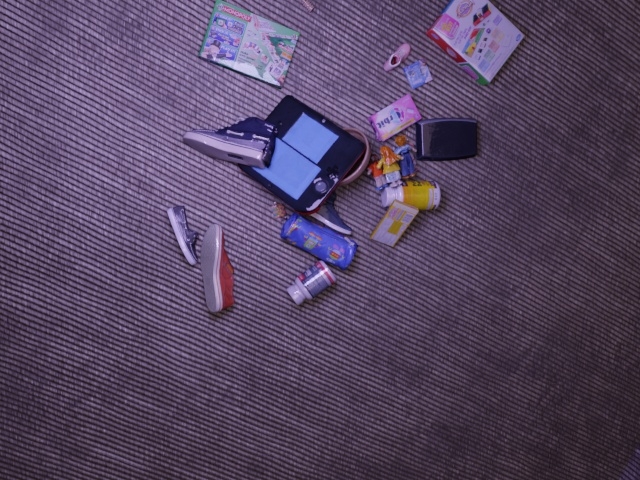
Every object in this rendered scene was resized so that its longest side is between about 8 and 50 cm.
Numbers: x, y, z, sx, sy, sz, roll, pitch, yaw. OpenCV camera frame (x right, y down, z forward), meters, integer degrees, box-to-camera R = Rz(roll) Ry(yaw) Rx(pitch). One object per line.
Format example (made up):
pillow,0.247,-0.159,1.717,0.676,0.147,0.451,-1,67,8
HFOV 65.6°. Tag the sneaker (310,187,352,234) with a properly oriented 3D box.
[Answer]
sneaker,0.056,-0.131,1.926,0.226,0.086,0.163,30,92,-12

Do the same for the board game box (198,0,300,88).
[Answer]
board game box,-0.258,-0.713,1.816,0.317,0.046,0.213,18,93,-12

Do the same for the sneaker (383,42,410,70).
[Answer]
sneaker,0.304,-0.709,1.907,0.134,0.070,0.051,-45,100,-3

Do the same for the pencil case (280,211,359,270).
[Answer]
pencil case,0.000,0.000,1.911,0.306,0.119,0.133,27,128,-12

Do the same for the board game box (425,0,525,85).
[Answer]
board game box,0.610,-0.810,1.952,0.317,0.064,0.242,38,89,-12

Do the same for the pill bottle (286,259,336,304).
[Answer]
pill bottle,-0.037,0.169,1.935,0.180,0.108,0.108,-36,102,-5

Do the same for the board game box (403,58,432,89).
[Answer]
board game box,0.383,-0.654,1.953,0.090,0.020,0.090,-29,102,-6

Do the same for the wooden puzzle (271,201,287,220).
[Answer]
wooden puzzle,-0.161,-0.113,1.929,0.049,0.006,0.083,-16,100,-8

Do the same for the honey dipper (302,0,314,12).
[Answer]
honey dipper,-0.088,-0.911,1.831,0.161,0.030,0.030,43,88,-11

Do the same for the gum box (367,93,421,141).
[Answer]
gum box,0.283,-0.475,1.936,0.188,0.062,0.107,-31,101,-5

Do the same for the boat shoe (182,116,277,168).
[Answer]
boat shoe,-0.316,-0.376,1.797,0.341,0.127,0.158,17,75,8

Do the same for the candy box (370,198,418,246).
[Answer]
candy box,0.288,-0.065,1.949,0.105,0.027,0.206,22,129,-11

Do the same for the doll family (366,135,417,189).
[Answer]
doll family,0.297,-0.309,1.894,0.263,0.118,0.163,-29,111,-28

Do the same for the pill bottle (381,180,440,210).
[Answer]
pill bottle,0.354,-0.176,1.958,0.215,0.117,0.117,-2,97,-10

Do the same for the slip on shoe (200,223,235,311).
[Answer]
slip on shoe,-0.381,0.102,1.875,0.101,0.123,0.331,-7,94,-42

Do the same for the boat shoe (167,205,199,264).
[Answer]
boat shoe,-0.493,-0.023,1.849,0.076,0.080,0.228,-21,93,-6

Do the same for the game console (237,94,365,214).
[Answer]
game console,-0.081,-0.312,1.807,0.387,0.060,0.342,37,91,17

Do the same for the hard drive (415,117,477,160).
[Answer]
hard drive,0.509,-0.407,1.989,0.255,0.054,0.171,-4,98,-10

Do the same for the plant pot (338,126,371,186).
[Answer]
plant pot,0.095,-0.297,1.874,0.237,0.237,0.110,-55,142,0
